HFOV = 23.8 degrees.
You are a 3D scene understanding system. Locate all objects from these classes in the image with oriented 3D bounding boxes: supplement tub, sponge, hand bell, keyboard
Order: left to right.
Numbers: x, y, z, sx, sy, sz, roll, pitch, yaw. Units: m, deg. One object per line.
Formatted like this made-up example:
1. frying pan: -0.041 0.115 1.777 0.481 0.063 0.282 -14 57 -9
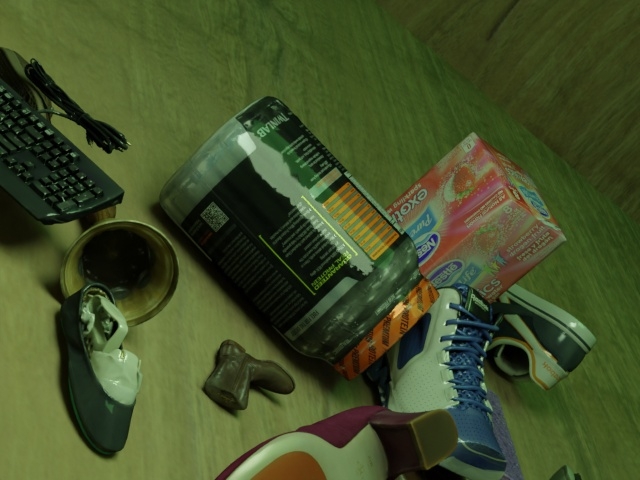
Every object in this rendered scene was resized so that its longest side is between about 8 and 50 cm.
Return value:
1. keyboard: -0.331 -0.140 1.662 0.317 0.033 0.201 41 35 18
2. hand bell: -0.241 -0.011 1.695 0.126 0.126 0.242 36 10 -27
3. supplement tub: -0.022 0.001 1.913 0.338 0.207 0.207 47 20 1
4. sponge: 0.226 0.268 2.162 0.117 0.031 0.210 37 22 -27

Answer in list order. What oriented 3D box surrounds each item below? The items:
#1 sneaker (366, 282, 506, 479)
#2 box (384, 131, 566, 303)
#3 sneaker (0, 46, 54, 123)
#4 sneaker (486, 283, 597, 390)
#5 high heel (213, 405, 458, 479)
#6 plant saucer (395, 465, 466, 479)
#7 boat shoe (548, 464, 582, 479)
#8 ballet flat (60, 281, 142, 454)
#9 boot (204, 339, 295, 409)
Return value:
1. sneaker: 0.163 0.157 1.956 0.127 0.182 0.315 27 16 -30
2. box: 0.171 0.018 2.131 0.142 0.300 0.154 31 26 -41
3. sneaker: -0.338 -0.156 1.783 0.071 0.066 0.188 26 29 -47
4. sneaker: 0.301 0.139 2.449 0.126 0.127 0.321 42 -5 -30
5. high heel: -0.026 0.263 1.646 0.377 0.181 0.127 -7 83 -46
6. plant saucer: 0.138 0.308 1.891 0.168 0.029 0.168 34 25 -18
7. boat shoe: 0.348 0.384 2.110 0.068 0.081 0.228 42 18 -1
8. ballet flat: -0.215 0.117 1.507 0.074 0.074 0.203 30 26 -38
9. boot: -0.080 0.168 1.728 0.106 0.037 0.114 30 19 -8
